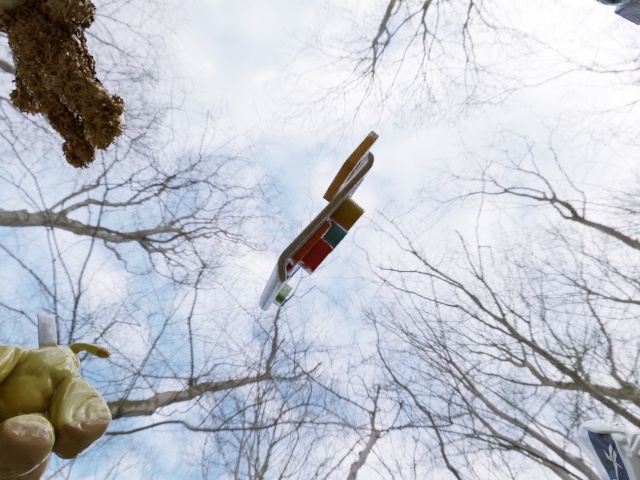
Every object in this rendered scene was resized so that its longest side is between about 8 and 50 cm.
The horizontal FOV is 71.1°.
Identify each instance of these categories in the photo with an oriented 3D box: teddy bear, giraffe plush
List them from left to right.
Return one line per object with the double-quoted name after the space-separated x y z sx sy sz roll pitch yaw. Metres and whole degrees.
-0.355 0.213 0.517 0.181 0.210 0.171 22 -73 -24 "giraffe plush"
-0.417 -0.277 0.689 0.245 0.113 0.338 2 -69 41 "teddy bear"

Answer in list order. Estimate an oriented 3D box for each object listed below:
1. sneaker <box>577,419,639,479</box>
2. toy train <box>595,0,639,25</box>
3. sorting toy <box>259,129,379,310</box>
0.306 0.300 0.443 0.153 0.235 0.094 -27 -54 -2 "sneaker"
0.560 -0.434 0.664 0.190 0.334 0.142 25 -87 -2 "toy train"
0.000 0.000 0.567 0.047 0.348 0.196 37 -114 1 "sorting toy"
